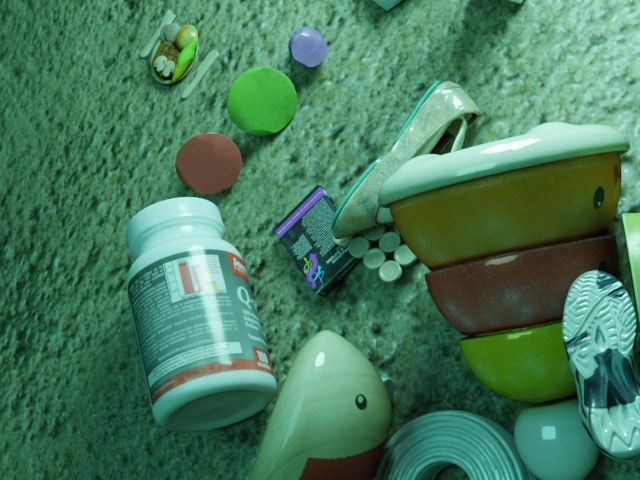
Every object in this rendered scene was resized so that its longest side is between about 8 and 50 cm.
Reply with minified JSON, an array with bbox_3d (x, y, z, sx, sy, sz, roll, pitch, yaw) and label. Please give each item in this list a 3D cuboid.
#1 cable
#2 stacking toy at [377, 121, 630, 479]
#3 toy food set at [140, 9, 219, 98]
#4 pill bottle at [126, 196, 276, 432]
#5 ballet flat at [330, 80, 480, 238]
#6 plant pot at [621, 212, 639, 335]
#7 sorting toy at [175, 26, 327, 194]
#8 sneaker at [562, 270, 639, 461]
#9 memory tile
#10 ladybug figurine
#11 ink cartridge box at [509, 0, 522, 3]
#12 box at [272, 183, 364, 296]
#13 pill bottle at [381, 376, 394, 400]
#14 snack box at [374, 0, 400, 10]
[{"bbox_3d":[0.190,0.374,1.529,0.257,0.089,0.257,-43,57,16],"label":"cable"},{"bbox_3d":[0.293,0.098,1.469,0.350,0.350,0.480,-14,88,31],"label":"stacking toy"},{"bbox_3d":[-0.295,-0.377,2.123,0.192,0.038,0.132,43,102,35],"label":"toy food set"},{"bbox_3d":[-0.214,0.122,1.810,0.210,0.210,0.363,-30,61,24],"label":"pill bottle"},{"bbox_3d":[0.142,-0.111,1.693,0.106,0.107,0.316,37,93,20],"label":"ballet flat"},{"bbox_3d":[0.538,0.082,1.298,0.293,0.275,0.275,-8,70,15],"label":"plant pot"},{"bbox_3d":[-0.132,-0.252,1.957,0.365,0.127,0.126,-48,26,10],"label":"sorting toy"},{"bbox_3d":[0.358,0.167,1.341,0.094,0.153,0.235,-15,67,4],"label":"sneaker"},{"bbox_3d":[0.101,-0.006,1.733,0.113,0.012,0.148,-48,57,-5],"label":"memory tile"},{"bbox_3d":[-0.011,0.343,1.562,0.162,0.305,0.449,20,121,4],"label":"ladybug figurine"},{"bbox_3d":[0.250,-0.520,1.647,0.114,0.273,0.198,25,90,39],"label":"ink cartridge box"},{"bbox_3d":[0.000,0.000,1.812,0.116,0.029,0.162,-44,55,15],"label":"box"},{"bbox_3d":[0.056,0.230,1.681,0.116,0.065,0.065,8,80,35],"label":"pill bottle"},{"bbox_3d":[0.126,-0.585,1.883,0.187,0.060,0.322,-33,60,22],"label":"snack box"}]
